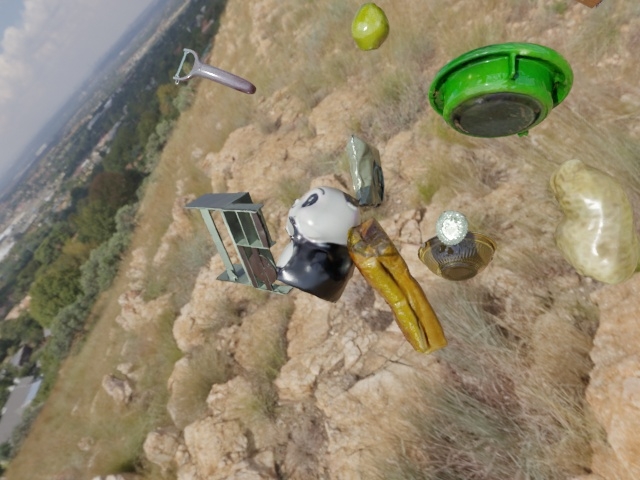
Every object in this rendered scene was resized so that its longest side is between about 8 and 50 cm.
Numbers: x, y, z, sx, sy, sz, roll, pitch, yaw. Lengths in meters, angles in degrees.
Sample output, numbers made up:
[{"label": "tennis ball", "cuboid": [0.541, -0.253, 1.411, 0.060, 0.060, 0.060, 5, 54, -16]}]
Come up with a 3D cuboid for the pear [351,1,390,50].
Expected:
[{"label": "pear", "cuboid": [0.111, -0.471, 0.919, 0.092, 0.096, 0.092, -8, 27, 4]}]

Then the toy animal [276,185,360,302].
[{"label": "toy animal", "cuboid": [0.000, 0.000, 1.187, 0.251, 0.251, 0.309, 14, 80, 53]}]

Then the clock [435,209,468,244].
[{"label": "clock", "cuboid": [0.312, -0.030, 0.994, 0.074, 0.010, 0.083, 13, 100, 25]}]

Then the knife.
[{"label": "knife", "cuboid": [-0.346, -0.530, 1.361, 0.053, 0.278, 0.123, -20, -49, -82]}]

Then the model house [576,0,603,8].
[{"label": "model house", "cuboid": [0.639, -0.612, 0.902, 0.208, 0.135, 0.219, -24, 4, 12]}]

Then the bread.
[{"label": "bread", "cuboid": [0.193, 0.122, 1.067, 0.109, 0.380, 0.185, -33, 23, 4]}]

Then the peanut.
[{"label": "peanut", "cuboid": [0.526, -0.036, 0.808, 0.137, 0.122, 0.252, -7, 95, 32]}]

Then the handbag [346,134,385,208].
[{"label": "handbag", "cuboid": [0.176, -0.245, 1.572, 0.109, 0.316, 0.252, -7, 90, 18]}]

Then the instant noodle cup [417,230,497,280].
[{"label": "instant noodle cup", "cuboid": [0.477, 0.076, 1.455, 0.274, 0.274, 0.090, -20, 51, 35]}]

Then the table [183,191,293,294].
[{"label": "table", "cuboid": [-0.122, 0.001, 0.669, 0.176, 0.146, 0.062, 4, 33, 36]}]

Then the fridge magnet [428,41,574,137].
[{"label": "fridge magnet", "cuboid": [0.275, -0.227, 0.653, 0.208, 0.208, 0.088, -5, 73, 45]}]
